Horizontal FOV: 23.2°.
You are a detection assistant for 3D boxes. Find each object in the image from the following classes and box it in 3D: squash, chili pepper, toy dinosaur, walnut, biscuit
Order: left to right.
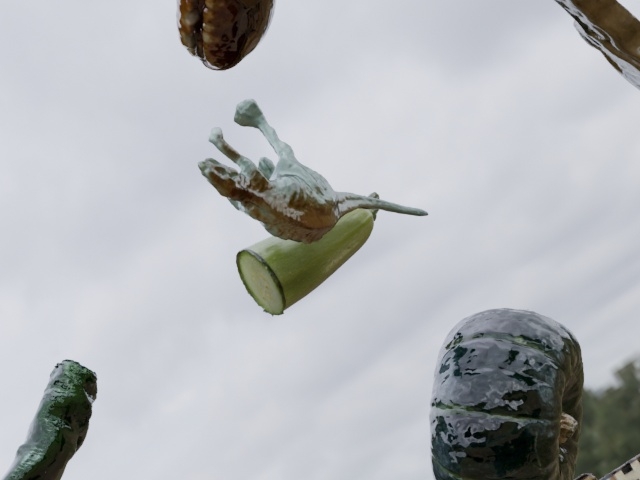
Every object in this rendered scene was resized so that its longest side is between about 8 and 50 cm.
[{"bbox_3d":[-0.294,0.231,1.634,0.098,0.061,0.224,92,-162,-54],"label":"chili pepper"},{"bbox_3d":[-0.100,-0.254,1.620,0.115,0.116,0.207,-27,-32,-25],"label":"walnut"},{"bbox_3d":[-0.025,-0.060,1.813,0.393,0.205,0.092,25,-71,-41],"label":"toy dinosaur"},{"bbox_3d":[0.000,0.000,1.933,0.224,0.094,0.094,-35,-9,-31],"label":"squash"},{"bbox_3d":[0.211,0.200,1.766,0.165,0.252,0.252,2,-6,13],"label":"squash"},{"bbox_3d":[0.312,-0.188,1.544,0.320,0.183,0.047,35,-85,-39],"label":"biscuit"}]

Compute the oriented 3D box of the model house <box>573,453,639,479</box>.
[{"bbox_3d":[0.290,0.337,1.448,0.271,0.206,0.178,-33,-33,8],"label":"model house"}]
